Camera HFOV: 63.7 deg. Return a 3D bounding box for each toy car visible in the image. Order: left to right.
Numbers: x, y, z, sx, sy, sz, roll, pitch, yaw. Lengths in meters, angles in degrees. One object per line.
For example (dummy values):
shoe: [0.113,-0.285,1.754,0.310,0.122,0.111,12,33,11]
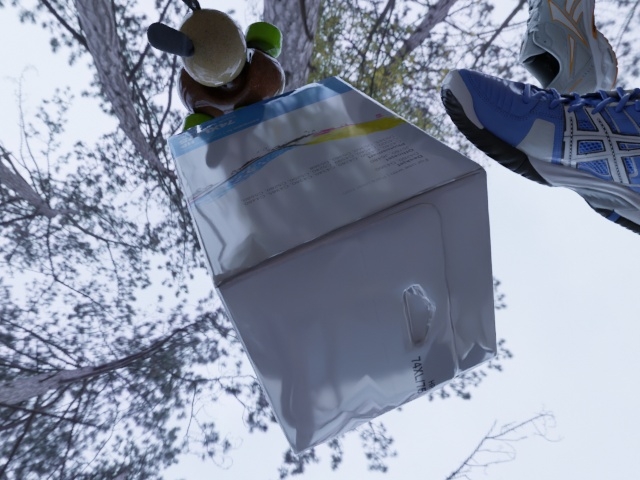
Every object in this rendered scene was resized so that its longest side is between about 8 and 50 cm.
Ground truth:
toy car: [-0.143,-0.225,0.625,0.149,0.188,0.154,-2,-108,22]

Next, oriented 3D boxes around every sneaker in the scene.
sneaker: [0.357,-0.334,0.801,0.121,0.099,0.262,-18,-96,-5]
sneaker: [0.189,-0.082,0.376,0.211,0.081,0.080,23,-140,-4]

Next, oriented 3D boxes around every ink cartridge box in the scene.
ink cartridge box: [0.000,0.000,0.479,0.197,0.270,0.198,-23,-55,-9]
